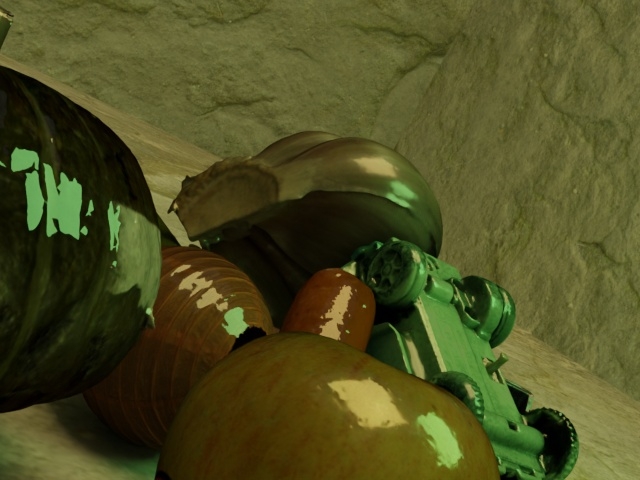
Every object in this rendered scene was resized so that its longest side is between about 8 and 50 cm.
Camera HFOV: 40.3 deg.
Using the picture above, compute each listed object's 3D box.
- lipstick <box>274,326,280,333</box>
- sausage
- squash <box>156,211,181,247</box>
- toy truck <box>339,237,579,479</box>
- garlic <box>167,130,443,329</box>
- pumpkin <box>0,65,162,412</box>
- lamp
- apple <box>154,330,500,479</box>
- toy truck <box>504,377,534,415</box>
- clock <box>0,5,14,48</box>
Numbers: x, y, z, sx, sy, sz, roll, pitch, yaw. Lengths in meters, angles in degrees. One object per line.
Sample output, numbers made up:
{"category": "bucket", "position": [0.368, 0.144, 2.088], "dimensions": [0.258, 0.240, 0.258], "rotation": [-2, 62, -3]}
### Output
{"category": "lipstick", "position": [-0.101, 0.084, 0.735], "dimensions": [0.254, 0.070, 0.070], "rotation": [26, 6, -26]}
{"category": "sausage", "position": [-0.003, 0.097, 0.701], "dimensions": [0.076, 0.076, 0.197], "rotation": [28, 43, -5]}
{"category": "squash", "position": [-0.176, 0.020, 0.905], "dimensions": [0.080, 0.071, 0.318], "rotation": [44, 0, -29]}
{"category": "toy truck", "position": [0.102, 0.127, 0.789], "dimensions": [0.155, 0.156, 0.279], "rotation": [24, 34, -34]}
{"category": "garlic", "position": [0.000, 0.000, 0.927], "dimensions": [0.292, 0.237, 0.210], "rotation": [29, 4, -36]}
{"category": "pumpkin", "position": [-0.208, 0.008, 0.390], "dimensions": [0.260, 0.189, 0.260], "rotation": [6, -13, 1]}
{"category": "lamp", "position": [-0.096, 0.069, 0.574], "dimensions": [0.136, 0.136, 0.136], "rotation": [28, 6, -3]}
{"category": "apple", "position": [0.001, 0.131, 0.439], "dimensions": [0.182, 0.155, 0.182], "rotation": [22, -7, 3]}
{"category": "toy truck", "position": [0.194, 0.205, 0.980], "dimensions": [0.083, 0.092, 0.192], "rotation": [27, 6, -8]}
{"category": "clock", "position": [-0.419, -0.184, 0.952], "dimensions": [0.071, 0.192, 0.147], "rotation": [22, 9, -38]}
